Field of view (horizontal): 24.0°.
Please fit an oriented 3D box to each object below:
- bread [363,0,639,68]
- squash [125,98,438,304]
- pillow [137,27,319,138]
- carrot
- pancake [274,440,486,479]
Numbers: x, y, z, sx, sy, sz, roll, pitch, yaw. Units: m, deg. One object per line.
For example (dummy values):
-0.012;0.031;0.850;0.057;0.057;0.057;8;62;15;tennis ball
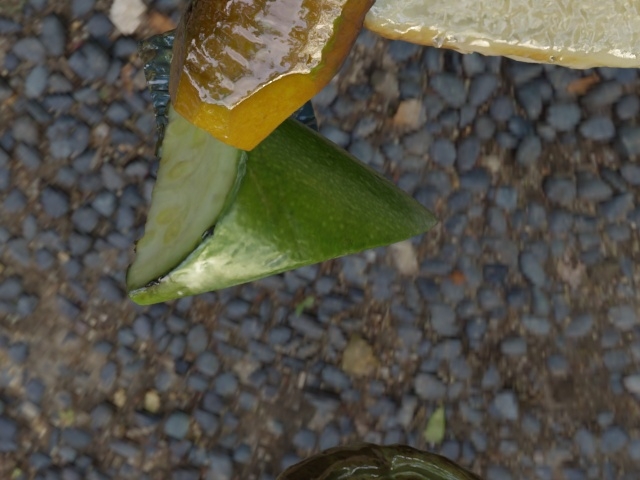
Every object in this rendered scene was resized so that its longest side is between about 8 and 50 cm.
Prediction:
0.154;-0.355;1.526;0.390;0.371;0.279;7;114;-27;bread
0.000;0.000;1.170;0.111;0.203;0.289;-11;148;38;squash
-0.107;-0.168;1.744;0.189;0.255;0.034;-19;146;7;pillow
0.032;-0.173;0.539;0.066;0.066;0.314;28;109;-4;carrot
0.065;0.231;1.138;0.250;0.250;0.031;11;115;3;pancake
